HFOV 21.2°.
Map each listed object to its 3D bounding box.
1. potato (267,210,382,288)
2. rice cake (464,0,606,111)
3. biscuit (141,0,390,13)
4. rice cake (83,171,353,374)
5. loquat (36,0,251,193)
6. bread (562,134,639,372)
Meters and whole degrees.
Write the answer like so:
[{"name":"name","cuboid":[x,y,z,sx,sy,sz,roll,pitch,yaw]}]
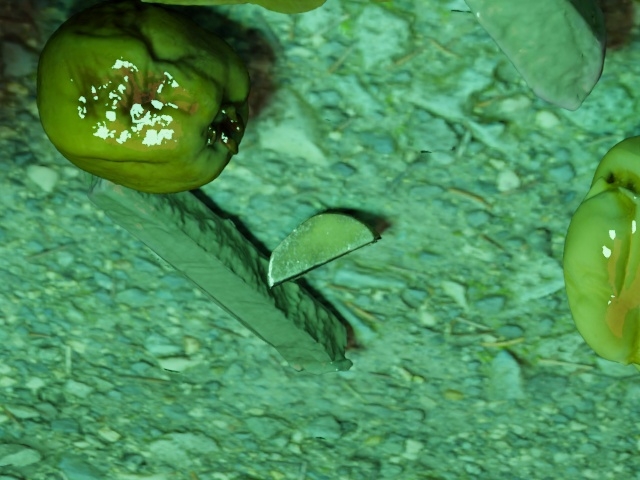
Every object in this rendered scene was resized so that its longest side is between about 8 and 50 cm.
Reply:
[{"name":"potato","cuboid":[0.001,0.000,1.208,0.093,0.037,0.036,-25,89,27]},{"name":"rice cake","cuboid":[0.056,-0.205,0.888,0.064,0.070,0.399,-27,136,17]},{"name":"biscuit","cuboid":[-0.029,-0.192,0.991,0.250,0.035,0.162,-15,129,20]},{"name":"rice cake","cuboid":[-0.073,0.015,1.226,0.055,0.049,0.270,-23,130,37]},{"name":"loquat","cuboid":[-0.109,-0.088,1.064,0.137,0.113,0.137,15,140,13]},{"name":"bread","cuboid":[0.305,0.002,1.060,0.311,0.121,0.173,1,117,0]}]
